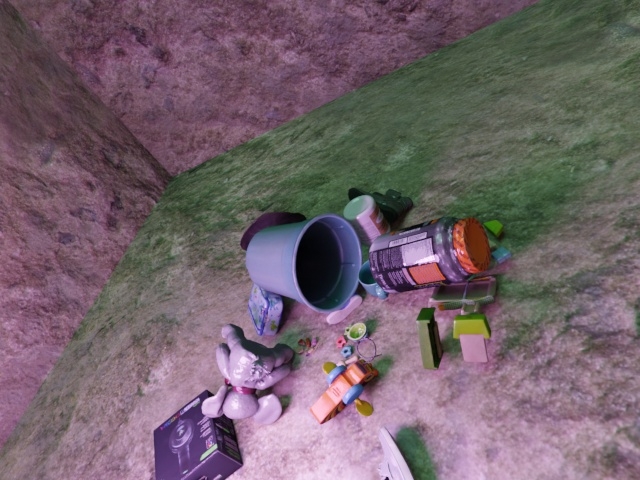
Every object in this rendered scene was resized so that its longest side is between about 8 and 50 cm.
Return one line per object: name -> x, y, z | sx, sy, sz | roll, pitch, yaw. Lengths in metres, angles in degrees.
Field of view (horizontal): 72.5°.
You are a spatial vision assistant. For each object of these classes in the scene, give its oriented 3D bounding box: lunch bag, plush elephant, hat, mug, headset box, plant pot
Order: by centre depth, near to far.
headset box -> -0.413, 0.696, 1.444 | 0.246, 0.131, 0.283 | -38, 35, 1
plush elephant -> -0.248, 0.476, 1.463 | 0.330, 0.271, 0.256 | -134, 66, -79
mug -> 0.207, 0.147, 1.561 | 0.129, 0.097, 0.158 | -1, 49, 40
plant pot -> -0.078, 0.075, 1.602 | 0.334, 0.341, 0.341 | 1, 49, 46
lunch bag -> -0.226, 0.268, 1.758 | 0.219, 0.090, 0.176 | -126, 47, -56
hat -> -0.196, 0.013, 1.951 | 0.331, 0.331, 0.134 | -28, 60, 13

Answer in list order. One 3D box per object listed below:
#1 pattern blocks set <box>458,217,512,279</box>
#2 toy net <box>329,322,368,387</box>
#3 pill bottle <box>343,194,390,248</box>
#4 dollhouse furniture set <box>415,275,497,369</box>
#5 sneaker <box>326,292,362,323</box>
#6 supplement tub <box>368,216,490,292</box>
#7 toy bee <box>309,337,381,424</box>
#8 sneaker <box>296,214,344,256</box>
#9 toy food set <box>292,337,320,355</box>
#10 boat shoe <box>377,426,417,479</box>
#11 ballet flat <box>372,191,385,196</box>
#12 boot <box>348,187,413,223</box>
pattern blocks set -> 0.490, 0.022, 1.492 | 0.285, 0.026, 0.325 | -29, 27, 12
toy net -> 0.073, 0.377, 1.458 | 0.122, 0.045, 0.232 | 6, 53, 45
pill bottle -> 0.196, -0.053, 1.688 | 0.131, 0.229, 0.131 | -24, 36, 19
dollhouse furniture set -> 0.420, 0.236, 1.294 | 0.197, 0.151, 0.301 | -7, 15, 28
sneaker -> 0.072, 0.238, 1.608 | 0.152, 0.058, 0.084 | -38, 40, -9
supplement tub -> 0.338, 0.046, 1.373 | 0.338, 0.207, 0.207 | -16, 38, 43
toy bee -> 0.108, 0.429, 1.308 | 0.298, 0.162, 0.195 | -36, 63, 25
sneaker -> 0.000, 0.000, 1.914 | 0.321, 0.127, 0.126 | -30, -2, -33
toy food set -> -0.046, 0.384, 1.584 | 0.122, 0.019, 0.078 | -2, 46, 51
boat shoe -> 0.184, 0.579, 1.091 | 0.081, 0.079, 0.227 | -31, 38, 2
ballet flat -> 0.214, -0.104, 1.862 | 0.096, 0.095, 0.280 | 11, 56, 30
boot -> 0.250, -0.169, 1.827 | 0.246, 0.083, 0.161 | 31, 47, 19
